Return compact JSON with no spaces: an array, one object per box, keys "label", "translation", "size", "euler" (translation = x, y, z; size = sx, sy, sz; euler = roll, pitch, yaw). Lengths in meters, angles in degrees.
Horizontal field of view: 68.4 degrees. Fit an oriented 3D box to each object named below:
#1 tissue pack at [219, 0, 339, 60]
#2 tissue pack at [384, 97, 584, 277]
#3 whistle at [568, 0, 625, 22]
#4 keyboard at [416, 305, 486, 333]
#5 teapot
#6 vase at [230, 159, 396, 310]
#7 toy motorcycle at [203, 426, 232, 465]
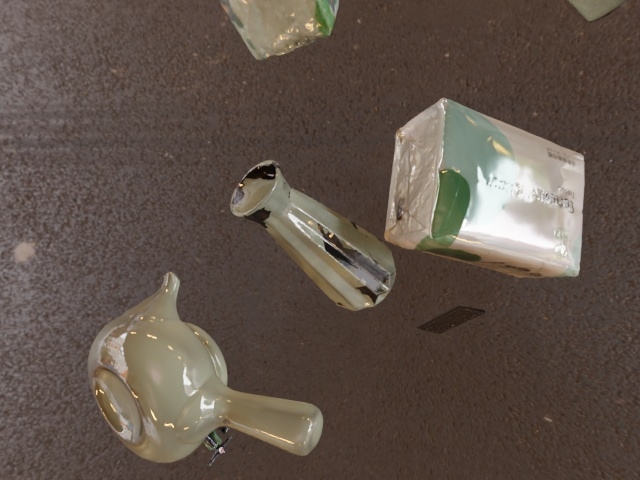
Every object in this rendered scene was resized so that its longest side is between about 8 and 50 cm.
[{"label":"tissue pack","translation":[-0.054,-0.403,0.561],"size":[0.128,0.228,0.310],"euler":[-10,49,24]},{"label":"tissue pack","translation":[0.321,-0.083,0.918],"size":[0.357,0.194,0.266],"euler":[13,78,-21]},{"label":"whistle","translation":[0.366,-0.487,0.699],"size":[0.290,0.163,0.163],"euler":[37,89,-12]},{"label":"keyboard","translation":[0.289,0.180,1.056],"size":[0.067,0.202,0.011],"euler":[13,64,-10]},{"label":"teapot","translation":[-0.171,0.215,0.629],"size":[0.318,0.149,0.220],"euler":[40,128,18]},{"label":"vase","translation":[0.000,0.000,0.894],"size":[0.165,0.360,0.165],"euler":[-26,44,28]},{"label":"toy motorcycle","translation":[-0.233,0.429,1.090],"size":[0.058,0.173,0.100],"euler":[-38,86,28]}]
